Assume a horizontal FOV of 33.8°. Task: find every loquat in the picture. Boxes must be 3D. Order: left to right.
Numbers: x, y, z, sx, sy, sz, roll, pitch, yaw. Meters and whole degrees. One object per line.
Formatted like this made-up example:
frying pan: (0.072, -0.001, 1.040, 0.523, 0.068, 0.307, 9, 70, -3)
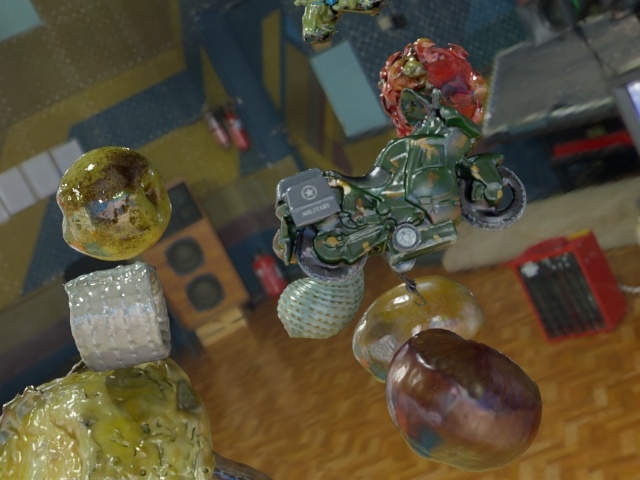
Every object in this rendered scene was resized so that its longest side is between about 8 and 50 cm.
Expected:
loquat: (0.163, 0.155, 1.777, 0.227, 0.179, 0.179, -25, 9, 3)

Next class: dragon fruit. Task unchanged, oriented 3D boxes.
dragon fruit: (0.137, -0.193, 1.348, 0.150, 0.133, 0.208, 18, 0, 20)

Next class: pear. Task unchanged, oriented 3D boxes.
pear: (-0.364, -0.061, 1.818, 0.197, 0.197, 0.197, -27, 9, 5)

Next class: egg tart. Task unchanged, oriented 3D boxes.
egg tart: (-0.258, 0.266, 1.095, 0.345, 0.345, 0.132, -21, -31, 33)

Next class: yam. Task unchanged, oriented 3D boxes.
yam: (-0.159, 0.384, 1.739, 0.057, 0.241, 0.056, 24, -90, -90)

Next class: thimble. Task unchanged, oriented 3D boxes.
thimble: (-0.204, 0.078, 1.069, 0.090, 0.115, 0.102, -11, 49, -2)

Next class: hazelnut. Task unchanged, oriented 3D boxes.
hazelnut: (0.180, 0.209, 1.347, 0.178, 0.204, 0.178, -157, 90, -86)

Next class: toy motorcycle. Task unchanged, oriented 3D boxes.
toy motorcycle: (0.074, -0.063, 1.146, 0.275, 0.187, 0.125, -19, -17, -8)

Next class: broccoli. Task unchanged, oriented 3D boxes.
broccoli: (0.009, -0.345, 1.453, 0.167, 0.160, 0.154, 6, 22, -12)

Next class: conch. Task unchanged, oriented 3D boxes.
conch: (0.008, 0.101, 1.665, 0.153, 0.102, 0.135, -29, -17, 23)

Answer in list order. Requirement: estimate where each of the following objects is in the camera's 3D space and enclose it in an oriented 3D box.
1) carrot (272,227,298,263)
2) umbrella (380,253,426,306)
carrot: (0.000, 0.000, 1.520, 0.060, 0.060, 0.186, -20, -9, 37)
umbrella: (0.117, 0.050, 1.510, 0.022, 0.149, 0.022, -9, 47, 31)
